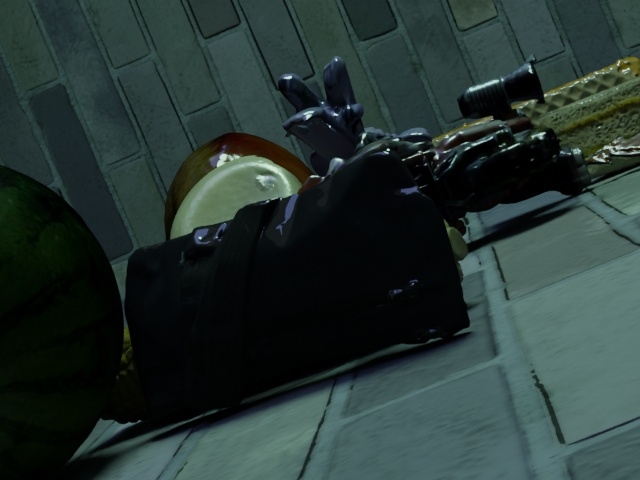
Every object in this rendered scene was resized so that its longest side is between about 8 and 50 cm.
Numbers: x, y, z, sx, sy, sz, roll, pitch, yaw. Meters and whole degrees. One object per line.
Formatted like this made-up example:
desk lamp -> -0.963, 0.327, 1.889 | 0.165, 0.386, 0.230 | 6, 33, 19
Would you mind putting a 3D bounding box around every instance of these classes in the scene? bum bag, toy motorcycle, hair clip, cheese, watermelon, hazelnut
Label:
bum bag -> -0.024, 0.032, 0.972 | 0.248, 0.123, 0.060 | -18, -12, 27
toy motorcycle -> 0.127, -0.063, 1.400 | 0.401, 0.134, 0.207 | -24, 9, 5
hair clip -> 0.043, -0.095, 1.616 | 0.137, 0.090, 0.278 | -17, -31, 19
cheese -> -0.101, 0.022, 1.516 | 0.227, 0.137, 0.064 | -54, -31, -15
watermelon -> -0.246, 0.062, 1.001 | 0.242, 0.242, 0.242 | -23, 3, 1
hazelnut -> -0.074, -0.024, 1.807 | 0.208, 0.208, 0.208 | -23, 3, 1

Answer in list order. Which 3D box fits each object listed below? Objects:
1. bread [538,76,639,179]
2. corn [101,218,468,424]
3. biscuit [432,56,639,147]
bread -> 0.295, -0.113, 1.446 | 0.105, 0.077, 0.152 | -20, -2, -40
corn -> -0.036, 0.052, 1.056 | 0.288, 0.086, 0.086 | -24, 3, 21
biscuit -> 0.196, -0.098, 1.770 | 0.379, 0.094, 0.054 | -21, 4, 15
